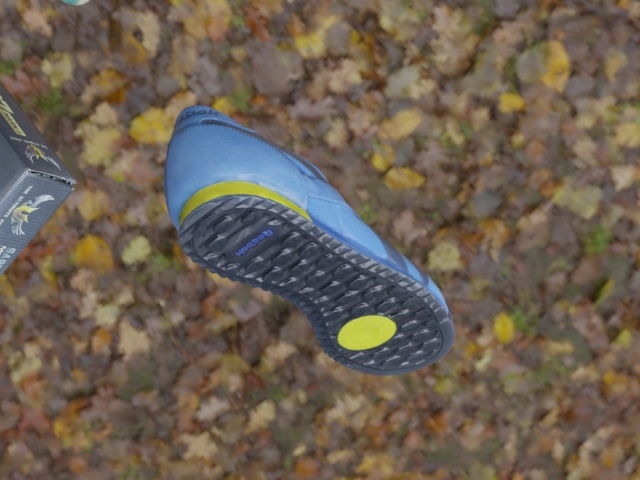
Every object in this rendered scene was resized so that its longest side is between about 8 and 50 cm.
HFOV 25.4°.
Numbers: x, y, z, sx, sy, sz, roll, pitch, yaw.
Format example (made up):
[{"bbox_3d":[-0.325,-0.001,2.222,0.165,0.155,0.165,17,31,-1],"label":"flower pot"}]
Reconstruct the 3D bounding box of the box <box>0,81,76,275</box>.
[{"bbox_3d":[-0.303,-0.022,1.004,0.232,0.183,0.059,-48,153,14],"label":"box"}]

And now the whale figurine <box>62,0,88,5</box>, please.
[{"bbox_3d":[-0.157,-0.283,0.915,0.141,0.216,0.272,-2,143,-35],"label":"whale figurine"}]

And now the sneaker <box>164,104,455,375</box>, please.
[{"bbox_3d":[0.000,0.000,0.724,0.069,0.082,0.209,-33,136,21],"label":"sneaker"}]
